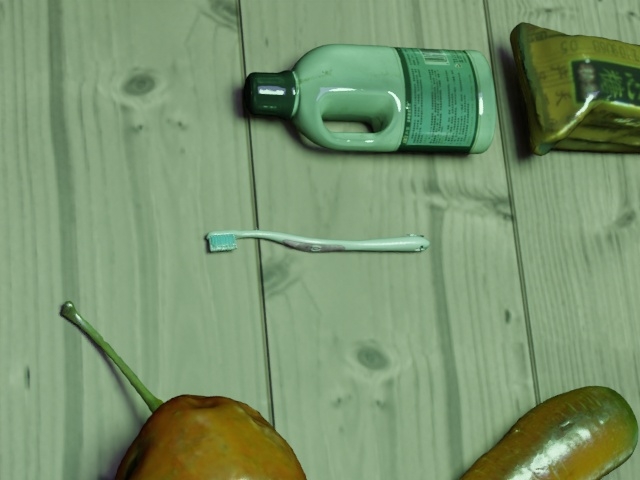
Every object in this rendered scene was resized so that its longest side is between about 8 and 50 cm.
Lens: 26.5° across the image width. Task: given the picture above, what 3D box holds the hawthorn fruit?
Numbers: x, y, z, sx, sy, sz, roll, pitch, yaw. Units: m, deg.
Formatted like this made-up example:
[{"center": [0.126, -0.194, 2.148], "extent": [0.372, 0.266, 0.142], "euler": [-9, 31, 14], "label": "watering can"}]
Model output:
[{"center": [-0.118, 0.160, 1.065], "extent": [0.165, 0.165, 0.285], "euler": [-24, 50, -22], "label": "hawthorn fruit"}]

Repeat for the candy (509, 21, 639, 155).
[{"center": [0.309, -0.128, 1.289], "extent": [0.271, 0.101, 0.143], "euler": [4, 68, -23], "label": "candy"}]

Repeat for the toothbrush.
[{"center": [0.000, 0.000, 1.192], "extent": [0.204, 0.017, 0.022], "euler": [0, 64, -17], "label": "toothbrush"}]

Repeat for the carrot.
[{"center": [0.184, 0.193, 1.161], "extent": [0.193, 0.087, 0.087], "euler": [-28, 84, -19], "label": "carrot"}]

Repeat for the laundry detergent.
[{"center": [0.043, -0.127, 1.214], "extent": [0.226, 0.070, 0.099], "euler": [0, 81, -19], "label": "laundry detergent"}]
